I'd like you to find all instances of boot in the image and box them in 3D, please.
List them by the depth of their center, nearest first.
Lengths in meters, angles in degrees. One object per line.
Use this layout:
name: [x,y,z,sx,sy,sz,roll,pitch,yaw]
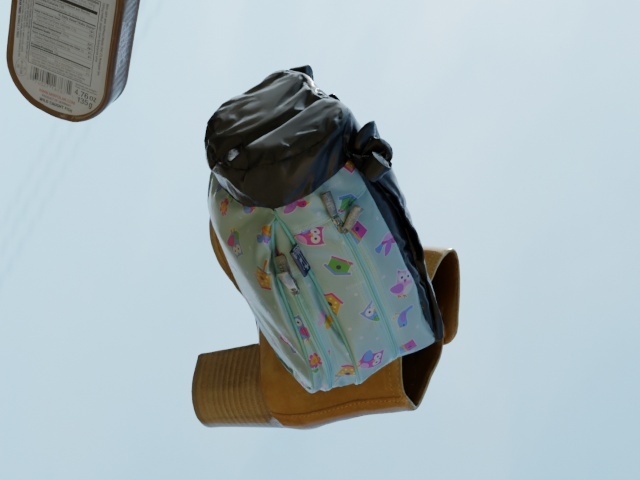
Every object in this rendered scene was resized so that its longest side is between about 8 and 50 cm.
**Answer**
boot: [0.015,0.020,1.359,0.211,0.104,0.295,-11,-126,27]

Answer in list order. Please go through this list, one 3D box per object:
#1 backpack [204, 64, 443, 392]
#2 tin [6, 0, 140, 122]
backpack: [0.000,0.000,1.031,0.115,0.182,0.152,-25,-154,-2]
tin: [-0.209,-0.183,1.420,0.040,0.106,0.190,-63,170,-50]
